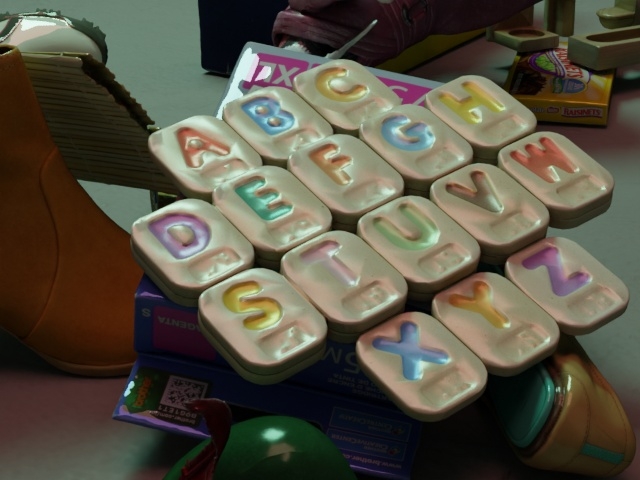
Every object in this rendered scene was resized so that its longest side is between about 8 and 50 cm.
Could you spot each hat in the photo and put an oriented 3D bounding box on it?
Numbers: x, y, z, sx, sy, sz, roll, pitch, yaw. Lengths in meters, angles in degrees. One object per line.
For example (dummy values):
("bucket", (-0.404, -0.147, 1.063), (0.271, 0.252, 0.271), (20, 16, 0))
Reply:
("hat", (-0.030, 0.092, 0.710), (0.173, 0.183, 0.208), (-15, 27, -28))

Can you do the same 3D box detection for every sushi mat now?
("sushi mat", (-0.234, -0.090, 1.049), (0.317, 0.151, 0.019), (9, 59, 38))

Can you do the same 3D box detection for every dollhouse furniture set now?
("dollhouse furniture set", (0.274, -0.257, 1.491), (0.144, 0.123, 0.151), (-12, 25, -27))

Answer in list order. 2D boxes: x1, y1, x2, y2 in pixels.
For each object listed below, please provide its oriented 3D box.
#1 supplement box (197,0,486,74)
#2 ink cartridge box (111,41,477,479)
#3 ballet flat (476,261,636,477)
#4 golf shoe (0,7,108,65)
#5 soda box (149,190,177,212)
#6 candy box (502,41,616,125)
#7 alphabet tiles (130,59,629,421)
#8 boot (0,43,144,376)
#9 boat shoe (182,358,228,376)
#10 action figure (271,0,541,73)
("supplement box", (0.049, -0.307, 1.601), (0.194, 0.195, 0.356), (15, 30, 33))
("ink cartridge box", (0.000, 0.000, 0.921), (0.186, 0.065, 0.311), (13, 47, 5))
("ballet flat", (0.131, 0.077, 0.901), (0.073, 0.080, 0.232), (22, 21, -17))
("golf shoe", (-0.335, -0.143, 1.401), (0.273, 0.105, 0.120), (-12, 41, -9))
("soda box", (-0.097, -0.028, 1.116), (0.061, 0.058, 0.181), (-5, 17, -9))
("candy box", (0.243, -0.162, 1.465), (0.105, 0.027, 0.206), (7, 25, 11))
("alphabet tiles", (0.037, -0.016, 0.882), (0.284, 0.021, 0.278), (-26, 52, -28))
("boot", (-0.179, -0.024, 0.950), (0.295, 0.211, 0.104), (-3, 25, -4))
("boat shoe", (-0.017, 0.063, 0.941), (0.190, 0.068, 0.072), (-28, 47, -31))
("action figure", (0.061, -0.235, 1.327), (0.370, 0.248, 0.276), (-33, 48, -17))
